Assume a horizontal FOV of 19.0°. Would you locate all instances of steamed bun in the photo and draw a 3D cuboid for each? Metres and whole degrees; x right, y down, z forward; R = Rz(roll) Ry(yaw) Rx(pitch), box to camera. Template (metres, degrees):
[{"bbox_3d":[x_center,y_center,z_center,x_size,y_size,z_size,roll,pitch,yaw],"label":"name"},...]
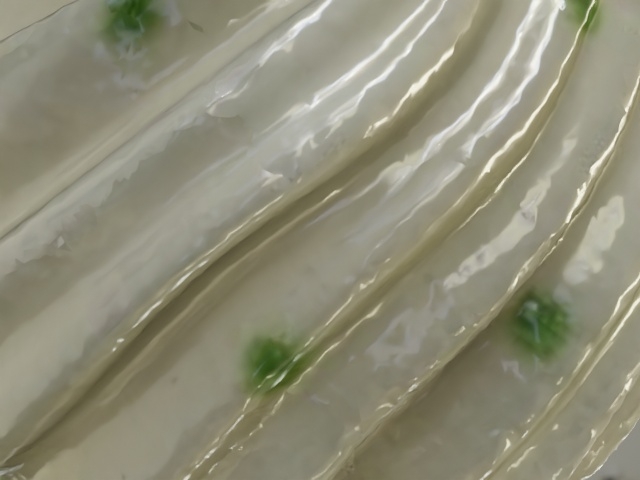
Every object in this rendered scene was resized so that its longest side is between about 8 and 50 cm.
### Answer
[{"bbox_3d":[0.000,0.000,0.377,0.106,0.183,0.183,-111,-170,-65],"label":"steamed bun"}]
